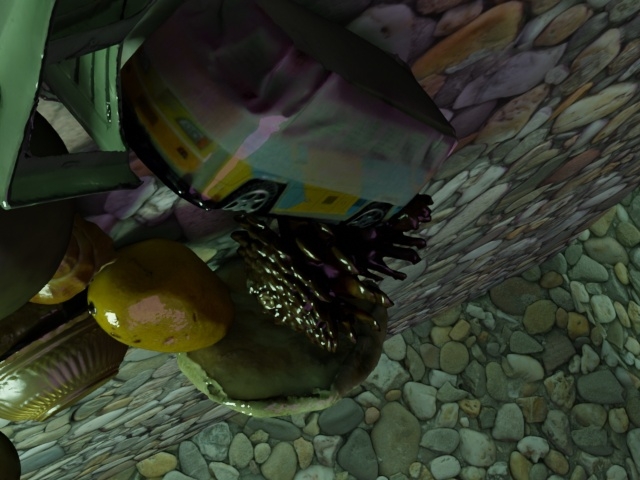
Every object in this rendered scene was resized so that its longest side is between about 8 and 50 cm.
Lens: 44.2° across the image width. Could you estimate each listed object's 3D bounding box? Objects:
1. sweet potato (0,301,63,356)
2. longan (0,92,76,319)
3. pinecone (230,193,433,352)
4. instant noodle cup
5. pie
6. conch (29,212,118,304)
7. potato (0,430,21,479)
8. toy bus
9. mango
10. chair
[{"bbox_3d":[-0.436,0.132,0.968,0.244,0.077,0.077,-38,166,-15],"label":"sweet potato"},{"bbox_3d":[-0.269,-0.028,0.543,0.197,0.196,0.220,-25,159,-14],"label":"longan"},{"bbox_3d":[0.031,-0.005,1.052,0.292,0.246,0.246,-45,167,-12],"label":"pinecone"},{"bbox_3d":[-0.355,0.180,1.094,0.274,0.090,0.274,-33,177,-2],"label":"instant noodle cup"},{"bbox_3d":[-0.069,0.131,1.165,0.338,0.337,0.075,-24,133,-19],"label":"pie"},{"bbox_3d":[-0.289,0.018,0.861,0.109,0.093,0.330,-43,-171,-18],"label":"conch"},{"bbox_3d":[-0.580,0.344,1.084,0.327,0.221,0.243,-5,140,-38],"label":"potato"},{"bbox_3d":[-0.014,-0.125,0.754,0.162,0.171,0.386,-47,158,20],"label":"toy bus"},{"bbox_3d":[-0.198,0.076,1.039,0.109,0.147,0.227,12,174,44],"label":"mango"},{"bbox_3d":[-0.143,-0.147,0.393,0.274,0.203,0.191,-48,168,35],"label":"chair"}]
